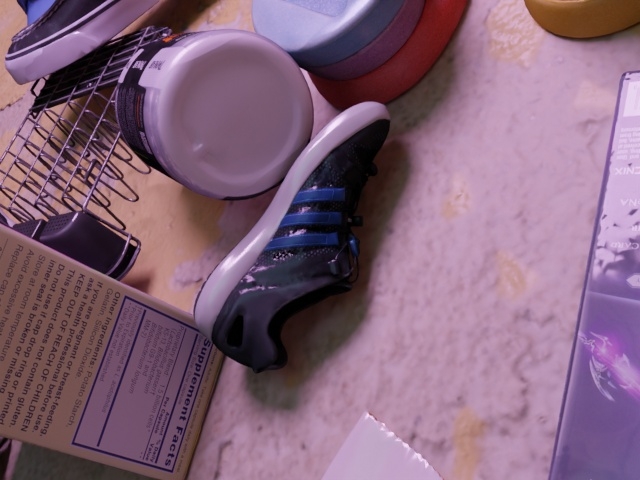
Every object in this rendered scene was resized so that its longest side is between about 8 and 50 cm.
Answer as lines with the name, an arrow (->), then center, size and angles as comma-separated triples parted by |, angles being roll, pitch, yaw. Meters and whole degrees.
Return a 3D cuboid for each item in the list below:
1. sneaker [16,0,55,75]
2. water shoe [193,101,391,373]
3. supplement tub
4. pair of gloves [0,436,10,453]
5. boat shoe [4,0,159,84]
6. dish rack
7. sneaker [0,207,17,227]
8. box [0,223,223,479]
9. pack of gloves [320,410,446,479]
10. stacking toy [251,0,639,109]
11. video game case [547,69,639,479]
sneaker -> -0.328, -0.365, 0.921 | 0.130, 0.236, 0.322 | -12, 59, 34
water shoe -> 0.000, 0.000, 0.586 | 0.080, 0.073, 0.203 | 37, 89, 16
supplement tub -> -0.090, -0.100, 0.641 | 0.117, 0.117, 0.190 | -58, 26, -3
pair of gloves -> -0.352, 0.156, 0.786 | 0.204, 0.042, 0.240 | -14, 58, 33
boat shoe -> -0.198, -0.272, 0.817 | 0.306, 0.105, 0.113 | -32, 27, 10
dish rack -> -0.227, -0.080, 0.790 | 0.208, 0.074, 0.271 | -7, 52, 34
sneaker -> -0.405, -0.043, 0.883 | 0.217, 0.121, 0.079 | 25, 82, 44
box -> -0.231, 0.071, 0.594 | 0.214, 0.243, 0.117 | 1, 67, 40
pack of gloves -> 0.008, 0.233, 0.450 | 0.232, 0.046, 0.195 | -54, 46, 1
stacking toy -> 0.083, -0.258, 0.605 | 0.309, 0.130, 0.279 | -17, 57, 31
video game case -> 0.223, 0.030, 0.405 | 0.196, 0.026, 0.274 | 1, 68, 39
